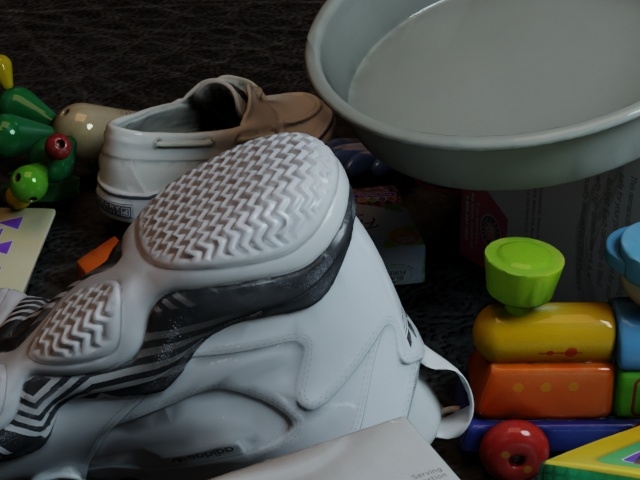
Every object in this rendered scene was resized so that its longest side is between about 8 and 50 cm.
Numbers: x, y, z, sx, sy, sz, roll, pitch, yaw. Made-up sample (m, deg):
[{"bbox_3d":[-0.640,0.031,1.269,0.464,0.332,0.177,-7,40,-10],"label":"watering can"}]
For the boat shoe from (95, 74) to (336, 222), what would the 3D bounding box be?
[{"bbox_3d":[-0.080,-0.095,1.126,0.096,0.088,0.267,27,34,36],"label":"boat shoe"}]

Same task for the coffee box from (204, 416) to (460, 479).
[{"bbox_3d":[-0.053,0.209,0.601,0.297,0.119,0.168,-14,34,-21],"label":"coffee box"}]

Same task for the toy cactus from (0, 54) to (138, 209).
[{"bbox_3d":[-0.236,-0.098,1.109,0.180,0.112,0.219,-4,19,-29],"label":"toy cactus"}]

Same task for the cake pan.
[{"bbox_3d":[0.137,-0.133,0.898,0.293,0.054,0.293,-10,39,8],"label":"cake pan"}]

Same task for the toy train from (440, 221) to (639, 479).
[{"bbox_3d":[0.112,0.062,0.819,0.248,0.143,0.105,0,30,0],"label":"toy train"}]

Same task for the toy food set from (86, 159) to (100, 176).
[{"bbox_3d":[-0.161,-0.071,1.170,0.082,0.020,0.083,26,41,38],"label":"toy food set"}]

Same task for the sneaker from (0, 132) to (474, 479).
[{"bbox_3d":[-0.096,0.109,0.764,0.366,0.210,0.137,-31,25,17],"label":"sneaker"}]

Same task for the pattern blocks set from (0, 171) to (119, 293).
[{"bbox_3d":[-0.280,0.028,0.996,0.285,0.026,0.325,5,30,8],"label":"pattern blocks set"}]

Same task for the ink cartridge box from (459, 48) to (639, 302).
[{"bbox_3d":[0.213,-0.029,0.940,0.100,0.172,0.237,-23,37,-31],"label":"ink cartridge box"}]

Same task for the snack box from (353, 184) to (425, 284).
[{"bbox_3d":[0.000,0.000,1.029,0.141,0.037,0.100,-6,32,-9],"label":"snack box"}]

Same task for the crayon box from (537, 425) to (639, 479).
[{"bbox_3d":[0.258,0.146,0.623,0.278,0.081,0.165,3,2,33],"label":"crayon box"}]

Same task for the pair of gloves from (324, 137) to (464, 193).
[{"bbox_3d":[0.095,-0.072,1.119,0.198,0.023,0.159,12,22,40],"label":"pair of gloves"}]
